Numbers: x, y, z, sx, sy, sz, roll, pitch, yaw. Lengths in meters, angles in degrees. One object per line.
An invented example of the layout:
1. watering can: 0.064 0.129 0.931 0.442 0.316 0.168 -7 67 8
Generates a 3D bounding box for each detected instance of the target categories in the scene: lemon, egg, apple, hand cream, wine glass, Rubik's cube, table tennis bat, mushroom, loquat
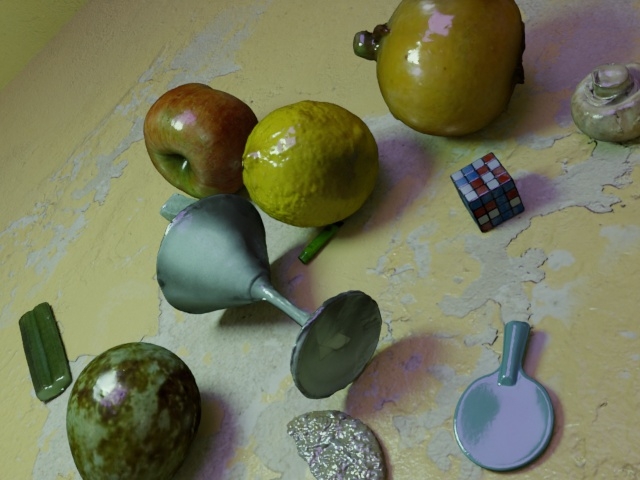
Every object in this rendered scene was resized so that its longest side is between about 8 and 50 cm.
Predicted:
1. lemon: -0.013 -0.159 1.490 0.321 0.268 0.268 -7 34 -25
2. egg: -0.336 0.328 1.293 0.238 0.238 0.290 -14 65 23
3. apple: -0.269 -0.247 1.707 0.250 0.277 0.309 -52 8 -27
4. hand cream: 0.000 0.000 1.519 0.122 0.023 0.036 -46 39 -16
5. wine glass: -0.092 0.102 1.333 0.406 0.267 0.267 30 73 40
6. Rubik's cube: 0.312 -0.089 1.336 0.092 0.092 0.092 -30 42 8
7. table tennis bat: 0.287 0.235 1.104 0.152 0.040 0.244 -1 56 32
8. mushroom: 0.542 -0.257 1.308 0.166 0.127 0.166 -18 51 24
9. loquat: 0.240 -0.371 1.452 0.359 0.328 0.329 10 55 8

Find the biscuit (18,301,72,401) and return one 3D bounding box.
1. biscuit: -0.670 0.262 1.722 0.099 0.038 0.322 -37 41 -4

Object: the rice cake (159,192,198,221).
1. rice cake: -0.314 -0.067 1.758 0.206 0.063 0.069 15 57 40

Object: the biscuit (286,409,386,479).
1. biscuit: 0.036 0.358 1.165 0.133 0.032 0.250 -33 41 2
